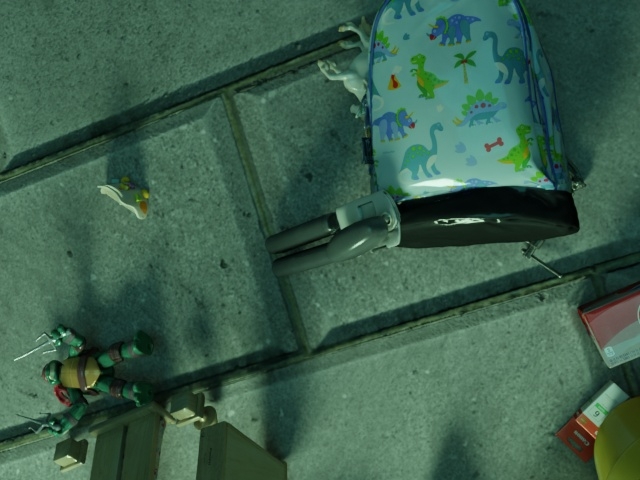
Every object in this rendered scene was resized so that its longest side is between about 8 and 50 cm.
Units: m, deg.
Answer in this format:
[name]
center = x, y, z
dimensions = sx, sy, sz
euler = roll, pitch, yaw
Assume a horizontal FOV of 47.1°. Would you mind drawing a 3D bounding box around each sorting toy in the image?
[sorting toy]
center = -0.322, -0.074, 1.183
dimensions = 0.083, 0.075, 0.045
euler = 33, 98, 10

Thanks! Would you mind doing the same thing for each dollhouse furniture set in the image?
[dollhouse furniture set]
center = -0.242, 0.422, 1.116
dimensions = 0.355, 0.174, 0.303
euler = -24, 42, 20

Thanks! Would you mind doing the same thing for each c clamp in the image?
[c clamp]
center = 0.325, -0.048, 1.064
dimensions = 0.137, 0.022, 0.161
euler = 30, 99, 16

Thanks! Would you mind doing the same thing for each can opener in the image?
[can opener]
center = 0.000, 0.000, 1.029
dimensions = 0.283, 0.095, 0.076
euler = -19, 86, 49

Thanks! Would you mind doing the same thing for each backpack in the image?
[backpack]
center = 0.187, -0.185, 0.993
dimensions = 0.290, 0.273, 0.356
euler = -2, 77, 25

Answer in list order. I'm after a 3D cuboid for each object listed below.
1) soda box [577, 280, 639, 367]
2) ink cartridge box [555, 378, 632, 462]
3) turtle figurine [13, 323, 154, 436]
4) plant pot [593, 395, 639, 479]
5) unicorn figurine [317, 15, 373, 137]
[soda box]
center = 0.490, 0.078, 0.989
dimensions = 0.263, 0.092, 0.083
euler = -26, 84, 12
[ink cartridge box]
center = 0.398, 0.261, 1.045
dimensions = 0.063, 0.029, 0.115
euler = 44, 99, 8
[turtle figurine]
center = -0.384, 0.213, 1.181
dimensions = 0.234, 0.118, 0.175
euler = -8, 96, 16
[plant pot]
center = 0.456, 0.310, 0.910
dimensions = 0.254, 0.239, 0.254
euler = 0, 101, 2
[unicorn figurine]
center = 0.055, -0.253, 1.100
dimensions = 0.111, 0.060, 0.162
euler = 30, 98, 11
